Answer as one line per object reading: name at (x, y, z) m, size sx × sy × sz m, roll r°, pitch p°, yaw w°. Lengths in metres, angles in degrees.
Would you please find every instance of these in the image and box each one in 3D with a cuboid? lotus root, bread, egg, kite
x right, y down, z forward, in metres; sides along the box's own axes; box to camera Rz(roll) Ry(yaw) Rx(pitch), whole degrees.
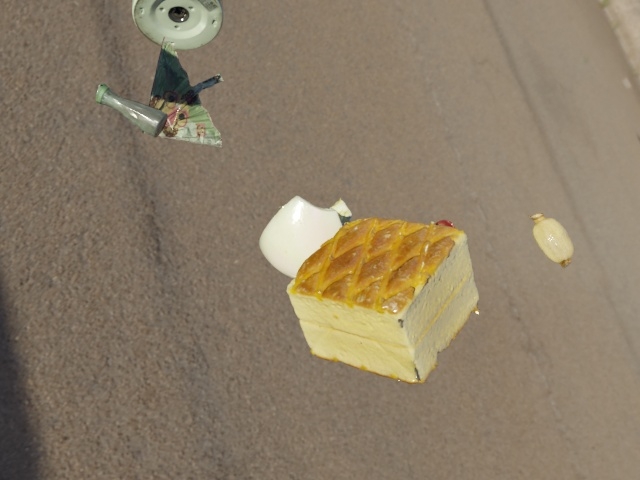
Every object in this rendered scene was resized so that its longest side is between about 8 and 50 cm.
lotus root at (0.547, -0.005, 1.684) m, size 0.150 × 0.073 × 0.062 m, roll 60°, pitch 12°, yaw 11°
bread at (0.128, 0.104, 1.413) m, size 0.279 × 0.279 × 0.207 m, roll -45°, pitch 129°, yaw -33°
egg at (-0.011, 0.013, 1.620) m, size 0.161 × 0.206 × 0.271 m, roll 51°, pitch 12°, yaw 17°
kite at (-0.346, -0.345, 1.796) m, size 0.268 × 0.013 × 0.322 m, roll -44°, pitch 127°, yaw -23°

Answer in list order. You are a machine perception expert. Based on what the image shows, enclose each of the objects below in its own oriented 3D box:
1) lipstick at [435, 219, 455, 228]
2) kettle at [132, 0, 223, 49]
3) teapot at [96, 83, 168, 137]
lipstick at (0.271, 0.024, 1.576) m, size 0.299 × 0.081 × 0.081 m, roll 69°, pitch 9°, yaw -70°
kettle at (-0.367, -0.759, 2.016) m, size 0.247 × 0.320 × 0.341 m, roll 48°, pitch 31°, yaw -53°
teapot at (-0.295, -0.204, 1.109) m, size 0.111 × 0.042 × 0.042 m, roll 29°, pitch 45°, yaw -5°
